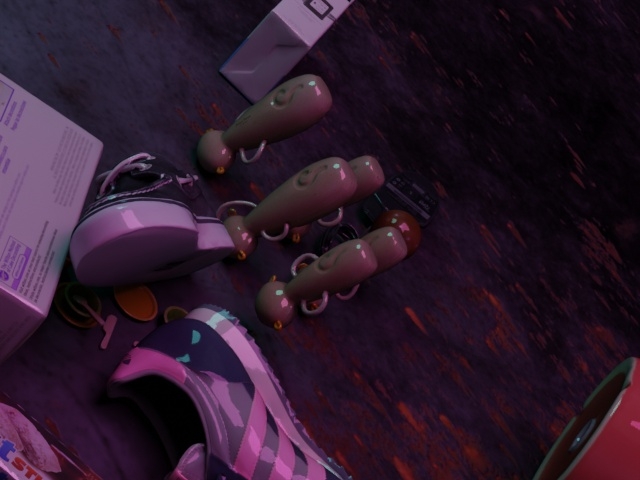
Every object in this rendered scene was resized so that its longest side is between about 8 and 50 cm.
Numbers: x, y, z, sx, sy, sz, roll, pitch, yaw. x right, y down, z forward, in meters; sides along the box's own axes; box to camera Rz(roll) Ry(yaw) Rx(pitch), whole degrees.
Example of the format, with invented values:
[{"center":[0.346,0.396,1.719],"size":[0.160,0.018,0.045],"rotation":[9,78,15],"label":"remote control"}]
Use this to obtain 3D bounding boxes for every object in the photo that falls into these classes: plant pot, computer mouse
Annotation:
[{"center":[0.354,0.262,1.729],"size":[0.243,0.275,0.275],"rotation":[36,32,3],"label":"plant pot"},{"center":[0.059,-0.011,1.877],"size":[0.071,0.041,0.242],"rotation":[42,38,9],"label":"computer mouse"}]

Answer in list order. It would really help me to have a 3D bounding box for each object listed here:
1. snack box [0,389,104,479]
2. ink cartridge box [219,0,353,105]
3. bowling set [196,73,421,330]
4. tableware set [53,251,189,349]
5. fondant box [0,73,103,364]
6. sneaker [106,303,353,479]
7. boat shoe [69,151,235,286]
[{"center":[-0.251,0.152,1.347],"size":[0.178,0.022,0.064],"rotation":[42,34,-7],"label":"snack box"},{"center":[-0.034,-0.234,1.943],"size":[0.060,0.104,0.180],"rotation":[42,32,-5],"label":"ink cartridge box"},{"center":[0.000,0.000,1.726],"size":[0.200,0.154,0.287],"rotation":[42,26,-43],"label":"bowling set"},{"center":[-0.176,0.057,1.536],"size":[0.154,0.024,0.104],"rotation":[37,33,-15],"label":"tableware set"},{"center":[-0.355,-0.074,1.407],"size":[0.330,0.096,0.238],"rotation":[35,34,-19],"label":"fondant box"},{"center":[-0.060,0.210,1.452],"size":[0.131,0.112,0.319],"rotation":[-27,73,-39],"label":"sneaker"},{"center":[-0.152,-0.026,1.495],"size":[0.102,0.108,0.301],"rotation":[66,12,6],"label":"boat shoe"}]
